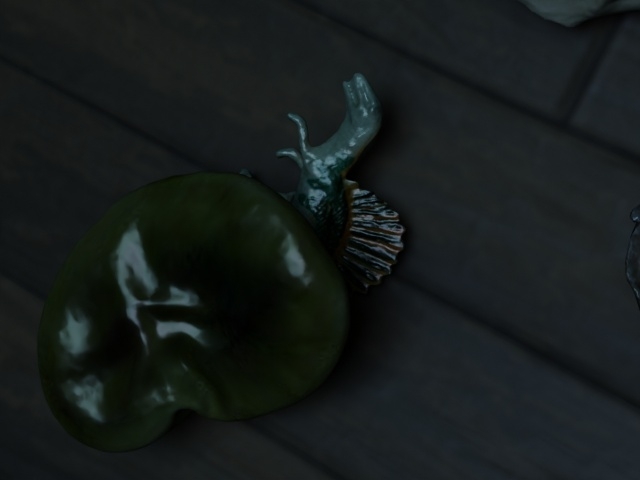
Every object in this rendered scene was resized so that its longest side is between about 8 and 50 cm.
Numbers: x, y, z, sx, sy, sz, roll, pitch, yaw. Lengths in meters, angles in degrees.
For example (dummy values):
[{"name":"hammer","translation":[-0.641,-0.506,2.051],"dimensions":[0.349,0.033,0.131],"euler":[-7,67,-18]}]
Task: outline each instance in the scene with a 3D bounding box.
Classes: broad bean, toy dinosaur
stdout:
[{"name":"broad bean","translation":[-0.074,0.040,0.787],"dimensions":[0.206,0.072,0.153],"euler":[-33,90,27]},{"name":"toy dinosaur","translation":[-0.001,0.001,0.799],"dimensions":[0.106,0.044,0.187],"euler":[-3,88,21]}]

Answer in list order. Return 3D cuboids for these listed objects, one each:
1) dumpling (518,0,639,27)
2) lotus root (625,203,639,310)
[{"name":"dumpling","translation":[0.163,-0.179,0.717],"dimensions":[0.188,0.108,0.127],"euler":[-20,100,4]},{"name":"lotus root","translation":[0.258,0.105,0.659],"dimensions":[0.167,0.078,0.329],"euler":[-27,71,-5]}]
